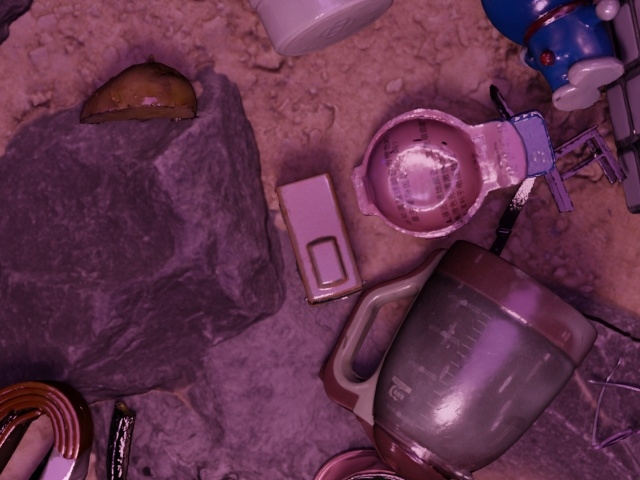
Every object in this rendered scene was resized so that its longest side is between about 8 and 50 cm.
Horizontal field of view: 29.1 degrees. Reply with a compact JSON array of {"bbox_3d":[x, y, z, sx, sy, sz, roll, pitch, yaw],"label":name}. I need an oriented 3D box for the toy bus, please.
[{"bbox_3d":[0.000,0.000,1.731,0.091,0.103,0.182,-16,90,-1],"label":"toy bus"}]

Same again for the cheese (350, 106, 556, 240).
[{"bbox_3d":[0.183,-0.103,1.732,0.286,0.074,0.188,-17,96,12],"label":"cheese"}]

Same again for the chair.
[{"bbox_3d":[0.335,-0.153,1.757,0.101,0.084,0.212,-30,89,1],"label":"chair"}]

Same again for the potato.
[{"bbox_3d":[-0.262,-0.217,1.734,0.172,0.100,0.089,-2,84,1],"label":"potato"}]

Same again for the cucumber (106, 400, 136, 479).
[{"bbox_3d":[-0.288,0.297,1.752,0.034,0.033,0.134,10,88,36],"label":"cucumber"}]

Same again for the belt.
[{"bbox_3d":[-0.425,0.316,1.714,0.184,0.105,0.261,30,85,1],"label":"belt"}]

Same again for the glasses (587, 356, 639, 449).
[{"bbox_3d":[0.434,0.231,1.780,0.140,0.062,0.103,-27,68,-2],"label":"glasses"}]

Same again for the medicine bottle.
[{"bbox_3d":[-0.048,-0.434,1.696,0.190,0.190,0.332,-27,90,-2],"label":"medicine bottle"}]

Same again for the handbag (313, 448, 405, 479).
[{"bbox_3d":[0.083,0.392,1.720,0.205,0.116,0.179,18,89,-2],"label":"handbag"}]

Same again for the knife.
[{"bbox_3d":[0.270,-0.030,1.761,0.023,0.010,0.170,27,108,6],"label":"knife"}]

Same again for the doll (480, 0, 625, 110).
[{"bbox_3d":[0.330,-0.310,1.702,0.161,0.215,0.256,-12,72,-33],"label":"doll"}]

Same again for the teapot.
[{"bbox_3d":[0.163,0.166,1.685,0.315,0.233,0.312,33,84,33],"label":"teapot"}]

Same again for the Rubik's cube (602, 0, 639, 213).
[{"bbox_3d":[0.567,-0.211,1.652,0.305,0.301,0.303,-12,89,-3],"label":"Rubik's cube"}]
